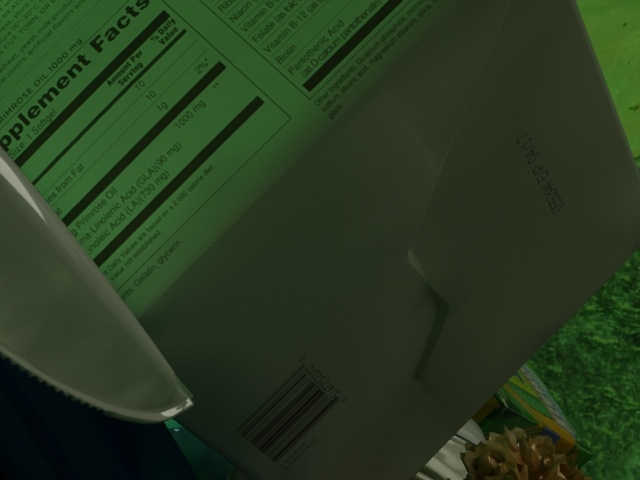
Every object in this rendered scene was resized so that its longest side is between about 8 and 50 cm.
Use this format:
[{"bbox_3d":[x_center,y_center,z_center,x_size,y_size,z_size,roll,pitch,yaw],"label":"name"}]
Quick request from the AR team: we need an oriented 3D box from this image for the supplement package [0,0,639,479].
[{"bbox_3d":[-0.005,-0.026,0.709,0.145,0.204,0.262,44,-3,29],"label":"supplement package"}]

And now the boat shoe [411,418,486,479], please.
[{"bbox_3d":[-0.016,0.123,0.991,0.267,0.096,0.088,22,31,-27],"label":"boat shoe"}]

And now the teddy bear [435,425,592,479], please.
[{"bbox_3d":[0.046,0.185,0.499,0.113,0.245,0.338,12,5,12],"label":"teddy bear"}]

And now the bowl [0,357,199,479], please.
[{"bbox_3d":[-0.139,0.050,0.595,0.391,0.077,0.391,54,2,-3],"label":"bowl"}]

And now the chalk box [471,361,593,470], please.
[{"bbox_3d":[0.082,0.121,1.200,0.132,0.132,0.213,55,13,29],"label":"chalk box"}]

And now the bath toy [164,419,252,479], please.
[{"bbox_3d":[0.003,0.210,0.779,0.151,0.129,0.348,0,34,-29],"label":"bath toy"}]

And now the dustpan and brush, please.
[{"bbox_3d":[-0.122,-0.022,0.474,0.147,0.060,0.211,45,-9,28],"label":"dustpan and brush"}]
